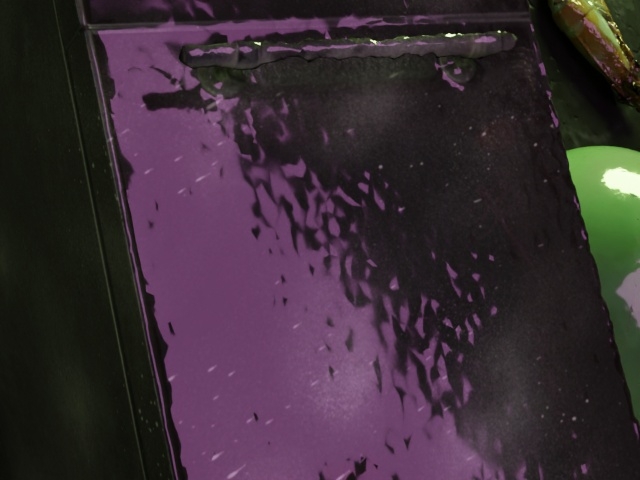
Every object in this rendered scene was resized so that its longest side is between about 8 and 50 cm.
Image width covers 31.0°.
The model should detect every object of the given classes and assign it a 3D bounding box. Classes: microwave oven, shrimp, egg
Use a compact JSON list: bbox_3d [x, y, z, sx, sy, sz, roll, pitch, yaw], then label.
[{"bbox_3d":[-0.040,0.060,0.631,0.236,0.374,0.431,-7,80,-29],"label":"microwave oven"},{"bbox_3d":[0.298,-0.216,1.219,0.091,0.043,0.184,-31,91,-45],"label":"shrimp"},{"bbox_3d":[0.220,0.041,0.932,0.220,0.220,0.269,44,50,-15],"label":"egg"}]
